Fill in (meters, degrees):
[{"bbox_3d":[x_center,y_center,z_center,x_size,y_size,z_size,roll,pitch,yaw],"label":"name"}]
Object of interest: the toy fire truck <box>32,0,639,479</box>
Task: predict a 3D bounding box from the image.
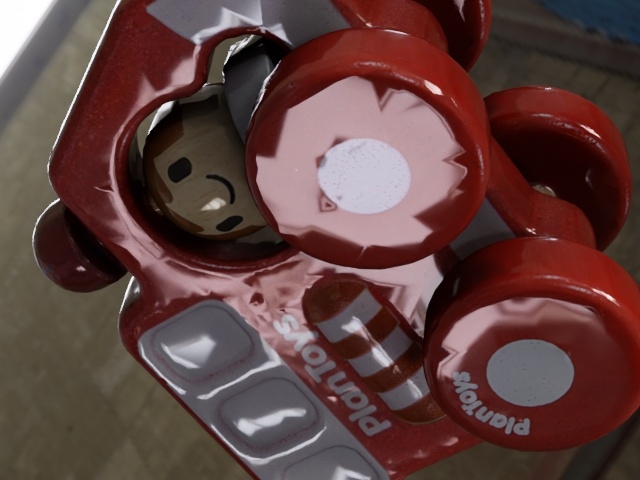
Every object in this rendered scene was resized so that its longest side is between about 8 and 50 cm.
[{"bbox_3d":[0.000,0.000,0.716,0.254,0.302,0.169,-30,-152,25],"label":"toy fire truck"}]
